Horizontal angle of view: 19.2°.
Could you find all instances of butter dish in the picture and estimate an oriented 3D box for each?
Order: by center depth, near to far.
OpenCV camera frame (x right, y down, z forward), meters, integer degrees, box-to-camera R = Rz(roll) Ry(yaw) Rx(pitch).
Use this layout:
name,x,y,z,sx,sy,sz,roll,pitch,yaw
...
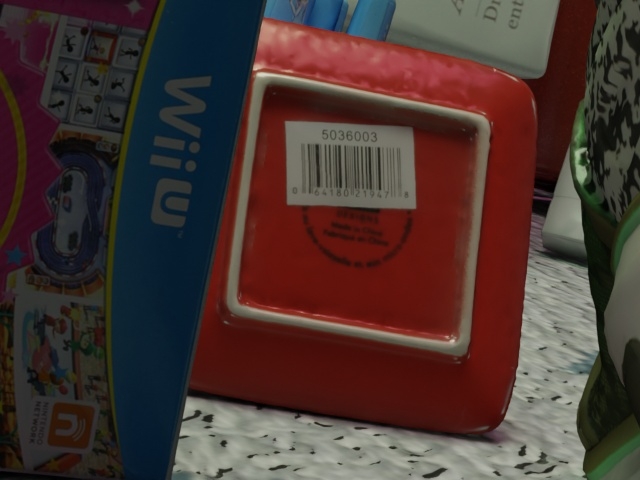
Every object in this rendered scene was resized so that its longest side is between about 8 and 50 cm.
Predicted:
name,x,y,z,sx,sy,sz,roll,pitch,yaw
butter dish,0.000,0.000,0.812,0.160,0.160,0.118,10,-13,-13

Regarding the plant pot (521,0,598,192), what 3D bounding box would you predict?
name,x,y,z,sx,sy,sz,roll,pitch,yaw
plant pot,0.268,-0.158,1.525,0.272,0.265,0.272,14,-1,0

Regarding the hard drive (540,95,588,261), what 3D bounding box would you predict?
name,x,y,z,sx,sy,sz,roll,pitch,yaw
hard drive,0.294,-0.111,1.311,0.203,0.307,0.040,15,-19,15

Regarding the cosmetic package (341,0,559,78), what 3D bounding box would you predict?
name,x,y,z,sx,sy,sz,roll,pitch,yaw
cosmetic package,-0.062,-0.307,1.243,0.393,0.329,0.327,15,-2,-28

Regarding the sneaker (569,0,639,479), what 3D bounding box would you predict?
name,x,y,z,sx,sy,sz,roll,pitch,yaw
sneaker,0.139,-0.020,0.586,0.158,0.182,0.410,-14,-15,0

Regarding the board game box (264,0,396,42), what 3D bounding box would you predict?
name,x,y,z,sx,sy,sz,roll,pitch,yaw
board game box,-0.203,-0.159,0.969,0.390,0.050,0.390,19,-4,-26

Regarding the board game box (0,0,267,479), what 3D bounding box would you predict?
name,x,y,z,sx,sy,sz,roll,pitch,yaw
board game box,-0.179,-0.056,0.584,0.303,0.224,0.097,8,10,-22
